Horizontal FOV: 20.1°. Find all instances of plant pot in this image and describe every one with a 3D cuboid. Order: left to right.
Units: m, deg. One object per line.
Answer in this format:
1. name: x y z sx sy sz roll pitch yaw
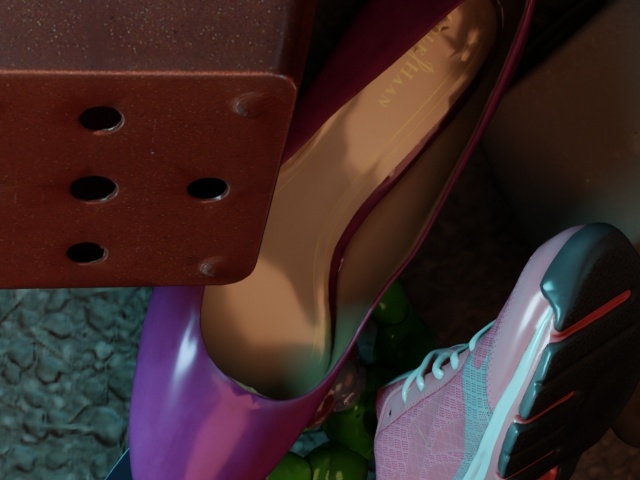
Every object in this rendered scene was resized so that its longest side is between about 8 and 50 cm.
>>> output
1. plant pot: -0.123 -0.119 0.934 0.267 0.236 0.267 -1 147 -12
2. plant pot: 0.214 -0.038 1.113 0.263 0.263 0.229 -41 97 6

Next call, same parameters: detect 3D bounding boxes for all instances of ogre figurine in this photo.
1. ogre figurine: 0.007 0.097 1.180 0.118 0.097 0.197 38 56 -28

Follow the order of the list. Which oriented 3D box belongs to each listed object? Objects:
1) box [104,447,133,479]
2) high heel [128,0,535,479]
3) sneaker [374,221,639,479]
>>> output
1. box: -0.013 0.323 1.137 0.312 0.343 0.179 34 100 -23
2. high heel: 0.000 0.000 1.037 0.127 0.181 0.377 24 84 -15
3. sneaker: 0.087 0.105 1.067 0.116 0.136 0.314 -21 139 -41
